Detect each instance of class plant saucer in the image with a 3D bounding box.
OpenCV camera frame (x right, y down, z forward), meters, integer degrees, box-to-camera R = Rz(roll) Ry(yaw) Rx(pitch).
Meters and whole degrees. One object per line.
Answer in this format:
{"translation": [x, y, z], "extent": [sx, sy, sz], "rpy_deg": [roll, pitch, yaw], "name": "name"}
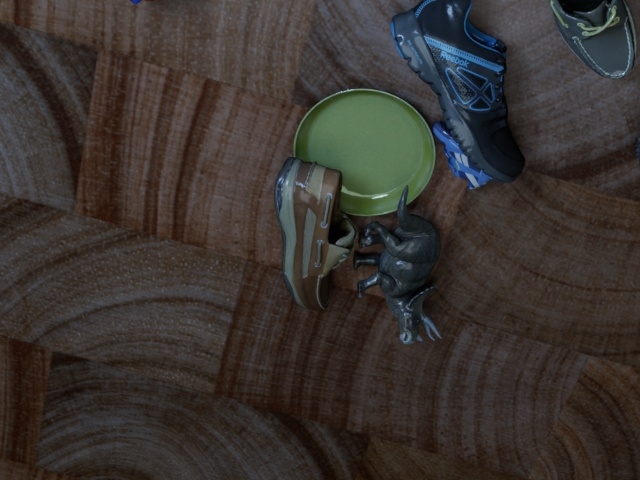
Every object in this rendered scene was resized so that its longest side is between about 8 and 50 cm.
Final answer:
{"translation": [0.075, -0.154, 1.813], "extent": [0.241, 0.037, 0.241], "rpy_deg": [3, 121, 5], "name": "plant saucer"}

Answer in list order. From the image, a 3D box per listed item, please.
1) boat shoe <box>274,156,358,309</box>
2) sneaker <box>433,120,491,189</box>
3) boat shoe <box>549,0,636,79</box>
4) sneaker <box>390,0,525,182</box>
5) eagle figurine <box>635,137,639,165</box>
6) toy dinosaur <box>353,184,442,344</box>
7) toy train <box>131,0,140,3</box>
{"translation": [0.000, 0.000, 1.837], "extent": [0.120, 0.122, 0.324], "rpy_deg": [5, 136, 13], "name": "boat shoe"}
{"translation": [0.233, -0.141, 1.792], "extent": [0.059, 0.053, 0.144], "rpy_deg": [-37, 109, 27], "name": "sneaker"}
{"translation": [0.398, -0.361, 1.599], "extent": [0.109, 0.091, 0.305], "rpy_deg": [-24, 118, 18], "name": "boat shoe"}
{"translation": [0.251, -0.239, 1.690], "extent": [0.140, 0.125, 0.341], "rpy_deg": [-29, 115, 17], "name": "sneaker"}
{"translation": [0.632, -0.199, 1.631], "extent": [0.225, 0.226, 0.298], "rpy_deg": [-3, 117, -14], "name": "eagle figurine"}
{"translation": [0.148, 0.026, 1.886], "extent": [0.160, 0.121, 0.313], "rpy_deg": [3, 117, -9], "name": "toy dinosaur"}
{"translation": [-0.228, -0.486, 1.607], "extent": [0.248, 0.105, 0.143], "rpy_deg": [-40, 117, -1], "name": "toy train"}
